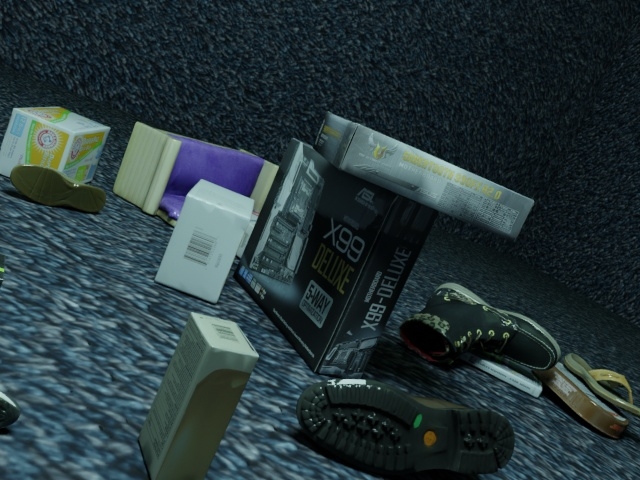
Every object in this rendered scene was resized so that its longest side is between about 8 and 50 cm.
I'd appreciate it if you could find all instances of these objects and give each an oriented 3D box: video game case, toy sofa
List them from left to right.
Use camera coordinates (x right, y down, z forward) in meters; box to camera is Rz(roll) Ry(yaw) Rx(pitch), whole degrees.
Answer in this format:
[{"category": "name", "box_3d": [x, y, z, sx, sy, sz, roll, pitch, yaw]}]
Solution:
[{"category": "toy sofa", "box_3d": [-0.218, -0.115, 1.363, 0.177, 0.150, 0.362, 27, 11, 27]}, {"category": "video game case", "box_3d": [0.317, 0.212, 1.218, 0.173, 0.022, 0.190, 26, 10, 15]}]

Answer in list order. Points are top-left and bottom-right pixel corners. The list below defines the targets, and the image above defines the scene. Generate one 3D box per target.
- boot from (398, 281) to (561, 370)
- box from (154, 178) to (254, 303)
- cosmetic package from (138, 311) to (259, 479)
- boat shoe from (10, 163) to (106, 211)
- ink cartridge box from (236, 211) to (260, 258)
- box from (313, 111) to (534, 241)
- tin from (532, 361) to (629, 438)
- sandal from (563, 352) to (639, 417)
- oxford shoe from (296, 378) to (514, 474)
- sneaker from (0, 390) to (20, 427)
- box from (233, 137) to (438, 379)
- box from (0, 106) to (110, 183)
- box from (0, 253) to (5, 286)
[{"category": "boot", "box_3d": [0.257, 0.166, 1.097, 0.236, 0.085, 0.179, 30, 30, 24]}, {"category": "box", "box_3d": [-0.161, -0.005, 0.964, 0.091, 0.130, 0.170, 21, 11, -7]}, {"category": "cosmetic package", "box_3d": [-0.094, 0.120, 0.507, 0.041, 0.115, 0.060, 19, 12, -31]}, {"category": "boat shoe", "box_3d": [-0.410, -0.082, 1.042, 0.048, 0.056, 0.153, 20, 3, 43]}, {"category": "ink cartridge box", "box_3d": [-0.106, 0.003, 1.227, 0.115, 0.067, 0.198, 13, 15, -48]}, {"category": "box", "box_3d": [0.116, -0.083, 0.822, 0.231, 0.056, 0.183, 21, 10, -14]}, {"category": "tin", "box_3d": [0.438, 0.260, 1.140, 0.106, 0.040, 0.189, 21, 16, -30]}, {"category": "sandal", "box_3d": [0.489, 0.239, 1.145, 0.072, 0.049, 0.180, 26, 13, -30]}, {"category": "oxford shoe", "box_3d": [0.074, 0.191, 0.683, 0.227, 0.082, 0.096, 18, -11, -18]}, {"category": "sneaker", "box_3d": [-0.249, 0.105, 0.475, 0.083, 0.031, 0.035, 23, 9, -3]}, {"category": "box", "box_3d": [0.004, 0.011, 0.938, 0.077, 0.242, 0.307, 17, 12, -32]}, {"category": "box", "box_3d": [-0.457, -0.161, 1.162, 0.103, 0.114, 0.203, 22, 11, -5]}, {"category": "box", "box_3d": [-0.331, 0.036, 0.596, 0.083, 0.052, 0.062, 16, 12, -28]}]
